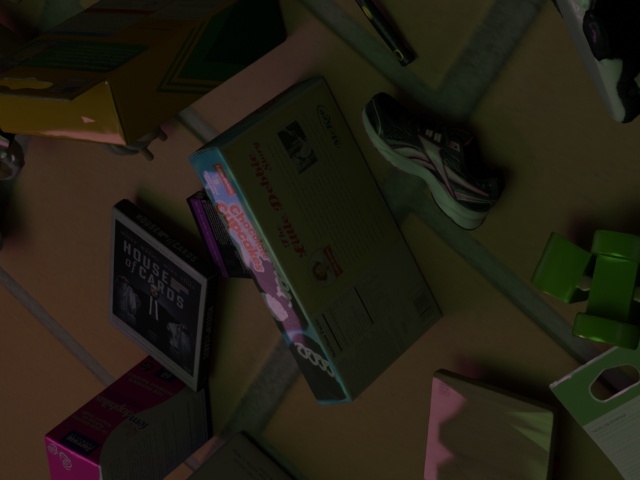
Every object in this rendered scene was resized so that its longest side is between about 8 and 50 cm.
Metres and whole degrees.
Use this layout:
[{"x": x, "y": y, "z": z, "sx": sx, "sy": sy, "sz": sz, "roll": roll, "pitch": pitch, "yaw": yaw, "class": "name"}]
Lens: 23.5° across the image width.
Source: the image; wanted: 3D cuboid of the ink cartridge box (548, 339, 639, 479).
[{"x": 0.376, "y": 0.205, "z": 1.631, "sx": 0.235, "sy": 0.056, "sz": 0.171, "roll": 53, "pitch": 139, "yaw": 4, "class": "ink cartridge box"}]

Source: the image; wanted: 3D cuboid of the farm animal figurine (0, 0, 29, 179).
[{"x": -0.439, "y": -0.266, "z": 1.959, "sx": 0.327, "sy": 0.172, "sz": 0.330, "roll": 44, "pitch": 133, "yaw": -10, "class": "farm animal figurine"}]

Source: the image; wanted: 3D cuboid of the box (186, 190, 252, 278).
[{"x": -0.085, "y": -0.006, "z": 1.917, "sx": 0.162, "sy": 0.029, "sz": 0.116, "roll": 4, "pitch": 122, "yaw": 42, "class": "box"}]

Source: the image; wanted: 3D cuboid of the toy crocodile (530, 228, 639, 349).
[{"x": 0.360, "y": 0.060, "z": 1.505, "sx": 0.340, "sy": 0.105, "sz": 0.115, "roll": 11, "pitch": 88, "yaw": 32, "class": "toy crocodile"}]

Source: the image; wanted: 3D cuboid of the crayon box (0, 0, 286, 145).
[{"x": -0.217, "y": -0.192, "z": 1.674, "sx": 0.203, "sy": 0.323, "sz": 0.083, "roll": 9, "pitch": 124, "yaw": 38, "class": "crayon box"}]

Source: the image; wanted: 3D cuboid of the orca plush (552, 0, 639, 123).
[{"x": 0.258, "y": -0.256, "z": 1.405, "sx": 0.287, "sy": 0.102, "sz": 0.151, "roll": 64, "pitch": -176, "yaw": 1, "class": "orca plush"}]

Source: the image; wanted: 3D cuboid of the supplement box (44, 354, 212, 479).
[{"x": -0.263, "y": 0.273, "z": 2.135, "sx": 0.111, "sy": 0.220, "sz": 0.114, "roll": 22, "pitch": 132, "yaw": 29, "class": "supplement box"}]

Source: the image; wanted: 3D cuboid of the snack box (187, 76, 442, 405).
[{"x": 0.000, "y": 0.000, "z": 1.721, "sx": 0.060, "sy": 0.187, "sz": 0.322, "roll": -13, "pitch": 109, "yaw": 47, "class": "snack box"}]

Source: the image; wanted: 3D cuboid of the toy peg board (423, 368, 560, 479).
[{"x": 0.213, "y": 0.237, "z": 1.802, "sx": 0.161, "sy": 0.079, "sz": 0.161, "roll": 16, "pitch": 113, "yaw": 33, "class": "toy peg board"}]

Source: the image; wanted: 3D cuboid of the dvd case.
[{"x": -0.214, "y": 0.077, "z": 2.075, "sx": 0.179, "sy": 0.029, "sz": 0.239, "roll": 36, "pitch": 142, "yaw": 23, "class": "dvd case"}]

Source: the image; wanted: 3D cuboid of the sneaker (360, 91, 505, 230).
[{"x": 0.128, "y": -0.100, "z": 1.637, "sx": 0.178, "sy": 0.072, "sz": 0.077, "roll": 42, "pitch": 127, "yaw": -1, "class": "sneaker"}]

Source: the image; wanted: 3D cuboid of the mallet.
[{"x": 0.031, "y": -0.260, "z": 1.622, "sx": 0.062, "sy": 0.039, "sz": 0.190, "roll": -18, "pitch": 110, "yaw": 46, "class": "mallet"}]

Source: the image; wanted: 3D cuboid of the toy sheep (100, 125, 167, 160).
[{"x": -0.246, "y": -0.146, "z": 1.920, "sx": 0.132, "sy": 0.091, "sz": 0.091, "roll": 11, "pitch": 126, "yaw": 44, "class": "toy sheep"}]

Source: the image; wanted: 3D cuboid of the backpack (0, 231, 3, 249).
[{"x": -0.545, "y": -0.012, "z": 2.233, "sx": 0.188, "sy": 0.144, "sz": 0.166, "roll": 34, "pitch": 140, "yaw": 54, "class": "backpack"}]

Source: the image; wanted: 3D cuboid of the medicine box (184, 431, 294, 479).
[{"x": -0.185, "y": 0.454, "z": 2.142, "sx": 0.149, "sy": 0.289, "sz": 0.263, "roll": 42, "pitch": 138, "yaw": 11, "class": "medicine box"}]
